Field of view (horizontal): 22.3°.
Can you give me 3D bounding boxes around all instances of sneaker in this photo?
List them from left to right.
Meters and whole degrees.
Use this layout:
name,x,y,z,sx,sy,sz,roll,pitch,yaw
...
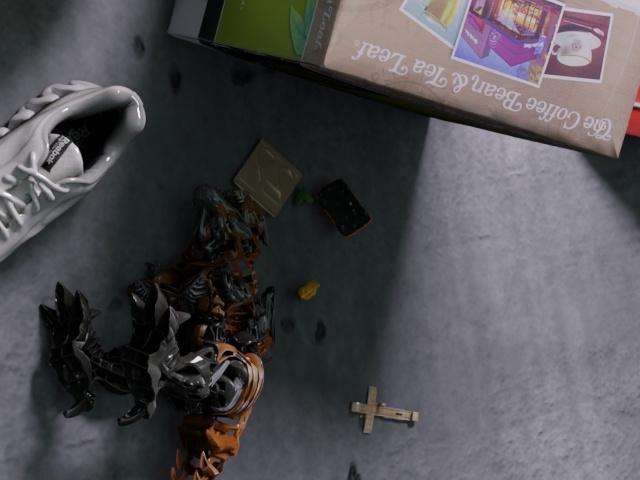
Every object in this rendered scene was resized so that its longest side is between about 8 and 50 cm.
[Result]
name,x,y,z,sx,sy,sz,roll,pitch,yaw
sneaker,-0.268,-0.044,1.393,0.292,0.118,0.110,-46,112,-25

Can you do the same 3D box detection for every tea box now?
name,x,y,z,sx,sy,sz,roll,pitch,yaw
tea box,0.088,-0.233,1.492,0.329,0.323,0.220,14,95,-32

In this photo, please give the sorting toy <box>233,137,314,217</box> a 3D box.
name,x,y,z,sx,sy,sz,roll,pitch,yaw
sorting toy,-0.043,-0.053,1.600,0.083,0.012,0.062,42,61,-20

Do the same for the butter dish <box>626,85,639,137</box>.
name,x,y,z,sx,sy,sz,roll,pitch,yaw
butter dish,0.397,-0.170,1.840,0.160,0.118,0.160,14,74,13

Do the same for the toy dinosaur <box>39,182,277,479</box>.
name,x,y,z,sx,sy,sz,roll,pitch,yaw
toy dinosaur,-0.113,0.107,1.472,0.218,0.164,0.322,15,57,-48

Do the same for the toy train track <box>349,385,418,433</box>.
name,x,y,z,sx,sy,sz,roll,pitch,yaw
toy train track,0.068,0.175,1.655,0.083,0.014,0.048,13,80,-32

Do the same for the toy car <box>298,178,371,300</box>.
name,x,y,z,sx,sy,sz,roll,pitch,yaw
toy car,0.000,0.000,1.619,0.060,0.040,0.122,37,82,8
